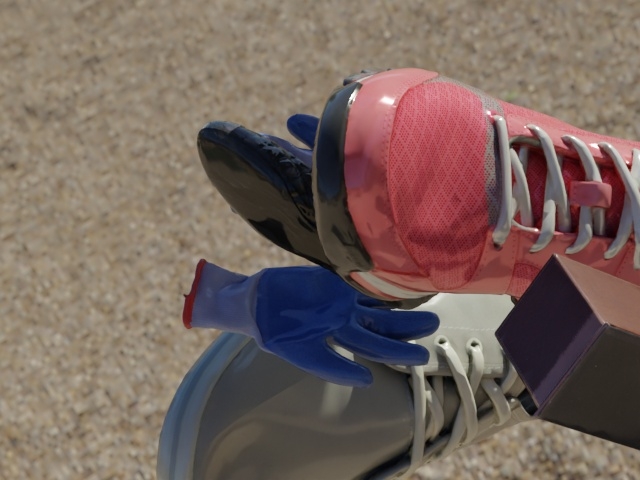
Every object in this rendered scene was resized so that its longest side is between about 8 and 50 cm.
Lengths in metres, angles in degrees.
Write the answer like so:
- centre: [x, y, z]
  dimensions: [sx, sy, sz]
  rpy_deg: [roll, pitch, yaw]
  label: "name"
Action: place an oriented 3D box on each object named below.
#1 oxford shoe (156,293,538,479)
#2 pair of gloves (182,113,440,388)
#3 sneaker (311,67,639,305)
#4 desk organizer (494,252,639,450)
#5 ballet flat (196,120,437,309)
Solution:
- centre: [0.068, 0.100, 1.076]
  dimensions: [0.130, 0.169, 0.449]
  rpy_deg: [19, 23, 39]
  label: "oxford shoe"
- centre: [0.000, 0.000, 0.933]
  dimensions: [0.159, 0.023, 0.198]
  rpy_deg: [12, 54, -5]
  label: "pair of gloves"
- centre: [0.122, -0.023, 0.724]
  dimensions: [0.136, 0.115, 0.314]
  rpy_deg: [-5, -12, 38]
  label: "sneaker"
- centre: [0.137, 0.053, 0.583]
  dimensions: [0.047, 0.130, 0.050]
  rpy_deg: [-57, 32, 22]
  label: "desk organizer"
- centre: [0.000, -0.018, 0.874]
  dimensions: [0.049, 0.173, 0.057]
  rpy_deg: [-48, -12, -41]
  label: "ballet flat"
